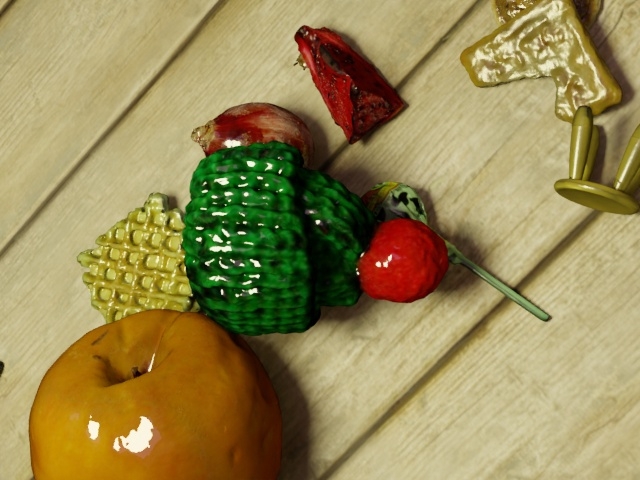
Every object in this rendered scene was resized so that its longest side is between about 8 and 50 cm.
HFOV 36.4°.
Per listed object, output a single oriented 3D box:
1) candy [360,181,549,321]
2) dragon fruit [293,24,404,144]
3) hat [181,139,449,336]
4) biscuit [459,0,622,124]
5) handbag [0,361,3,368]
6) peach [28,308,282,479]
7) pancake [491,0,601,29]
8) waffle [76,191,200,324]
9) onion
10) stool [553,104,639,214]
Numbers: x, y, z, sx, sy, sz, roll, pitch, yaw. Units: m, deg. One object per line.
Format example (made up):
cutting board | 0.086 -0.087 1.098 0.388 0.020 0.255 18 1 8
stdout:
candy | 0.182 0.024 1.343 0.305 0.083 0.091 37 134 13
dragon fruit | 0.015 -0.234 1.419 0.092 0.122 0.192 -47 70 26
hat | 0.000 0.000 1.276 0.332 0.274 0.242 0 71 4
biscuit | 0.302 -0.227 1.328 0.174 0.039 0.183 -34 81 27
handbag | -0.600 0.250 1.626 0.115 0.072 0.139 15 101 22
peach | -0.222 0.273 1.335 0.343 0.342 0.301 5 127 23
pancake | 0.312 -0.339 1.357 0.158 0.028 0.158 -2 83 19
waffle | -0.264 0.054 1.518 0.223 0.054 0.204 -37 71 15
onion | -0.105 -0.130 1.406 0.159 0.195 0.159 -15 67 40
stool | 0.369 -0.101 1.254 0.134 0.135 0.110 21 86 -21
